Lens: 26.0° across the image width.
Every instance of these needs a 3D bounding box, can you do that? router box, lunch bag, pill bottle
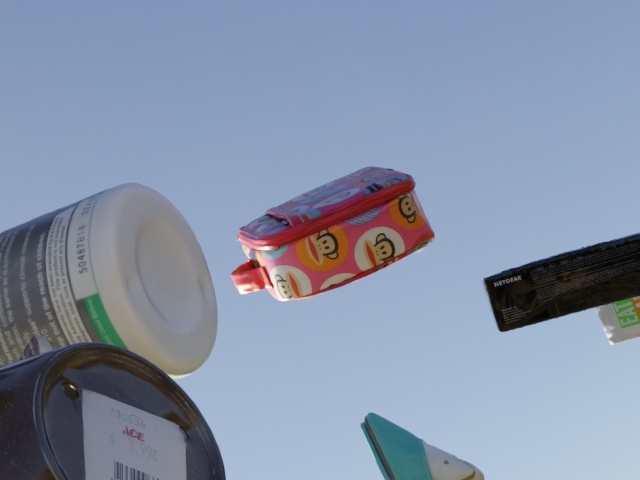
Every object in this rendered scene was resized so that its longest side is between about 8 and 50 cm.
[{"bbox_3d":[0.212,0.025,1.039,0.179,0.046,0.133,-16,-4,5],"label":"router box"},{"bbox_3d":[0.000,0.000,1.843,0.258,0.120,0.293,-24,8,-8],"label":"lunch bag"},{"bbox_3d":[-0.306,0.091,1.433,0.361,0.204,0.204,-20,-18,21],"label":"pill bottle"}]

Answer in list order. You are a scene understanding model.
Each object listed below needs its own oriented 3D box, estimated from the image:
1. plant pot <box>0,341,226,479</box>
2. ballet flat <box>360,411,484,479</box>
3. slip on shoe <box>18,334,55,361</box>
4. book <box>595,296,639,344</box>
[{"bbox_3d":[-0.157,0.156,0.665,0.230,0.215,0.215,-40,-23,29],"label":"plant pot"},{"bbox_3d":[0.121,0.252,1.247,0.087,0.247,0.083,-28,-27,7],"label":"ballet flat"},{"bbox_3d":[-0.220,0.124,1.142,0.041,0.135,0.051,26,-82,-28],"label":"slip on shoe"},{"bbox_3d":[0.393,0.059,1.631,0.144,0.096,0.035,-22,-2,35],"label":"book"}]
